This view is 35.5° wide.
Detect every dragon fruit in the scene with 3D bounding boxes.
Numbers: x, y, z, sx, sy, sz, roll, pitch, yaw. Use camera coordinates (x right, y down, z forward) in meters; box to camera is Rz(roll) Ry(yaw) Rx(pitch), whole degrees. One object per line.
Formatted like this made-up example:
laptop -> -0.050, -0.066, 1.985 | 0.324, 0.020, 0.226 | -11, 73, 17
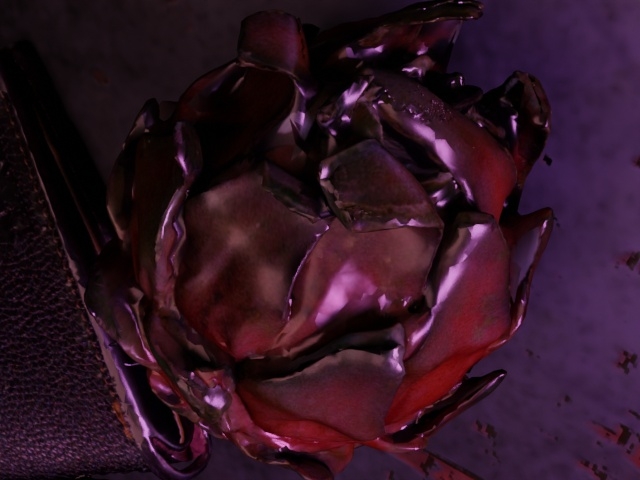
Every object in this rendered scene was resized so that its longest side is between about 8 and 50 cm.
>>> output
dragon fruit -> -0.002, 0.002, 0.391 | 0.182, 0.182, 0.188 | 56, 170, -7

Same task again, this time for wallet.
wallet -> -0.200, 0.038, 0.606 | 0.220, 0.071, 0.262 | -14, 100, 38
